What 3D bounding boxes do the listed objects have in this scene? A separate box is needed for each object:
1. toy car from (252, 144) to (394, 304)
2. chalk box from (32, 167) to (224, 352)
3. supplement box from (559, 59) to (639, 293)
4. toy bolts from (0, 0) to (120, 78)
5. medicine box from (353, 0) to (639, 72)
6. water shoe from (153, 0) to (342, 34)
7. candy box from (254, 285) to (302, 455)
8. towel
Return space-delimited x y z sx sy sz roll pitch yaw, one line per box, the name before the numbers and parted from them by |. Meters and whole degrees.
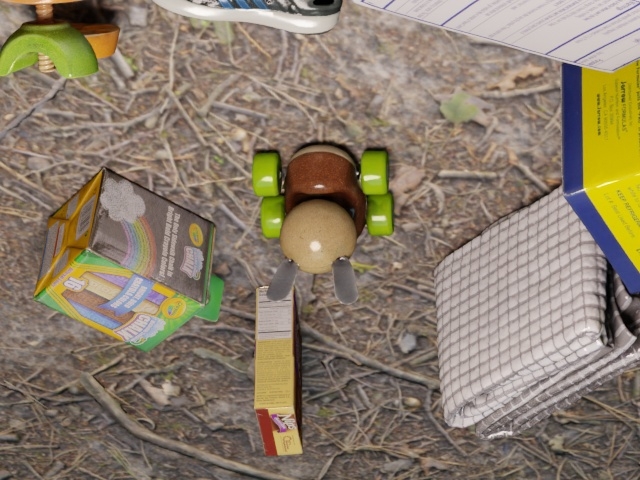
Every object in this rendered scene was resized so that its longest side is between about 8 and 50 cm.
toy car | 0.000 0.000 2.205 0.155 0.188 0.149 -1 141 7
chalk box | -0.214 0.035 2.317 0.213 0.132 0.132 29 135 -26
supplement box | 0.451 -0.110 2.017 0.356 0.195 0.194 -15 138 24
toy bolts | -0.322 -0.261 1.980 0.228 0.218 0.158 2 104 13
medicine box | 0.206 -0.278 1.782 0.289 0.149 0.263 13 172 -12
water shoe | -0.077 -0.268 1.989 0.203 0.073 0.080 8 114 -2
candy box | -0.052 0.162 2.416 0.053 0.186 0.109 -3 140 5
towel | 0.258 0.077 2.243 0.121 0.235 0.284 25 138 -29
